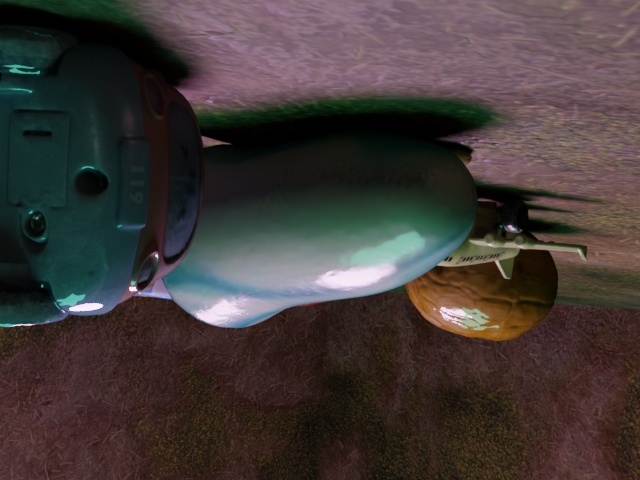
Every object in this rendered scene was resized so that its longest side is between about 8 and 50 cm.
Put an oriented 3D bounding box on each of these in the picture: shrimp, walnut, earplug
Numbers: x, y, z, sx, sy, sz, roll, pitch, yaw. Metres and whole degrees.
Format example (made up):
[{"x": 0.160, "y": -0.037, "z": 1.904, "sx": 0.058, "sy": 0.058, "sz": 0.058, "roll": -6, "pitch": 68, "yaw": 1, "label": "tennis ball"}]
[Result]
[{"x": 0.101, "y": -0.071, "z": 0.960, "sx": 0.059, "sy": 0.023, "sz": 0.108, "roll": 0, "pitch": 178, "yaw": -19, "label": "shrimp"}, {"x": 0.210, "y": 0.050, "z": 1.383, "sx": 0.207, "sy": 0.167, "sz": 0.167, "roll": 10, "pitch": 174, "yaw": -8, "label": "walnut"}, {"x": 0.006, "y": -0.016, "z": 0.925, "sx": 0.185, "sy": 0.185, "sz": 0.324, "roll": 11, "pitch": 169, "yaw": -36, "label": "earplug"}]

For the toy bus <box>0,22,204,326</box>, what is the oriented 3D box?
[{"x": -0.214, "y": -0.050, "z": 0.792, "sx": 0.294, "sy": 0.197, "sz": 0.232, "roll": 4, "pitch": -177, "yaw": 29, "label": "toy bus"}]

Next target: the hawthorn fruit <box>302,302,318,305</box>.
[{"x": 0.000, "y": 0.000, "z": 1.293, "sx": 0.163, "sy": 0.162, "sz": 0.203, "roll": 5, "pitch": -174, "yaw": 24, "label": "hawthorn fruit"}]

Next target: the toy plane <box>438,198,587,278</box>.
[{"x": 0.170, "y": -0.008, "z": 1.162, "sx": 0.229, "sy": 0.092, "sz": 0.244, "roll": 6, "pitch": 174, "yaw": 36, "label": "toy plane"}]

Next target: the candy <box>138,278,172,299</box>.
[{"x": -0.271, "y": 0.037, "z": 1.580, "sx": 0.157, "sy": 0.100, "sz": 0.306, "roll": 12, "pitch": 172, "yaw": -37, "label": "candy"}]
